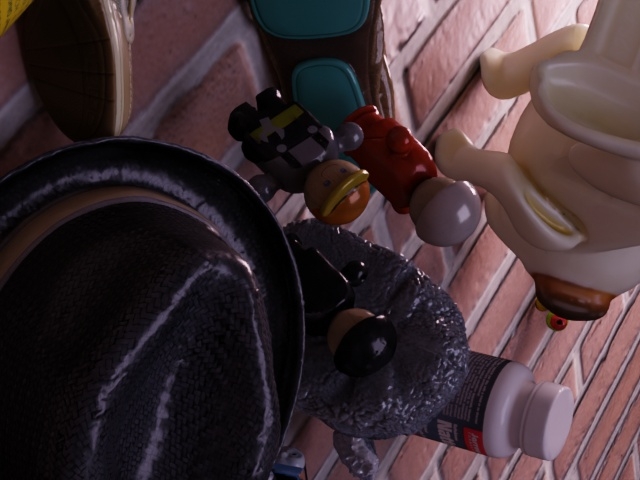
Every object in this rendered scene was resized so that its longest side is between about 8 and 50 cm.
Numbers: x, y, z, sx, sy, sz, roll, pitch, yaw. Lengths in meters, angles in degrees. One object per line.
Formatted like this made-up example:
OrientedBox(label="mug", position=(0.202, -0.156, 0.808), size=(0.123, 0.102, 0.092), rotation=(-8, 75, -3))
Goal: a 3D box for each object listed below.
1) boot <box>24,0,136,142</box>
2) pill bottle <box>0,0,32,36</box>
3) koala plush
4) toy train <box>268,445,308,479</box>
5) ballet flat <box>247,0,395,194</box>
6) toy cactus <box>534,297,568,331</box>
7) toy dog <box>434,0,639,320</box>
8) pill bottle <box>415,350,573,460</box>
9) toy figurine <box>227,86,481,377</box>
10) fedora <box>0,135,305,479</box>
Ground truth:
OrientedBox(label="boot", position=(-0.131, -0.184, 1.042), size=(0.165, 0.077, 0.213), rotation=(-40, 132, -51))
OrientedBox(label="pill bottle", position=(-0.232, -0.159, 0.748), size=(0.334, 0.188, 0.188), rotation=(-58, 146, -32))
OrientedBox(label="koala plush", position=(0.044, 0.122, 1.393), size=(0.221, 0.203, 0.196), rotation=(71, 40, -62))
OrientedBox(label="toy train", position=(-0.037, 0.274, 1.408), size=(0.105, 0.080, 0.184), rotation=(-53, 142, -53))
OrientedBox(label="ballet flat", position=(0.010, -0.191, 1.277), size=(0.124, 0.116, 0.342), rotation=(-78, 160, -44))
OrientedBox(label="toy cactus", position=(0.340, 0.026, 1.985), size=(0.180, 0.112, 0.219), rotation=(65, 40, -75))
OrientedBox(label="toy dog", position=(0.325, -0.092, 1.627), size=(0.408, 0.395, 0.284), rotation=(120, -14, -59))
OrientedBox(label="pill bottle", position=(0.173, 0.175, 1.630), size=(0.108, 0.180, 0.108), rotation=(-32, 128, -53))
OrientedBox(label="toy figurine", position=(0.000, 0.000, 1.197), size=(0.209, 0.148, 0.213), rotation=(8, 122, -54))
OrientedBox(label="fedora", position=(-0.117, 0.104, 0.988), size=(0.334, 0.152, 0.334), rotation=(-7, 104, -28))
